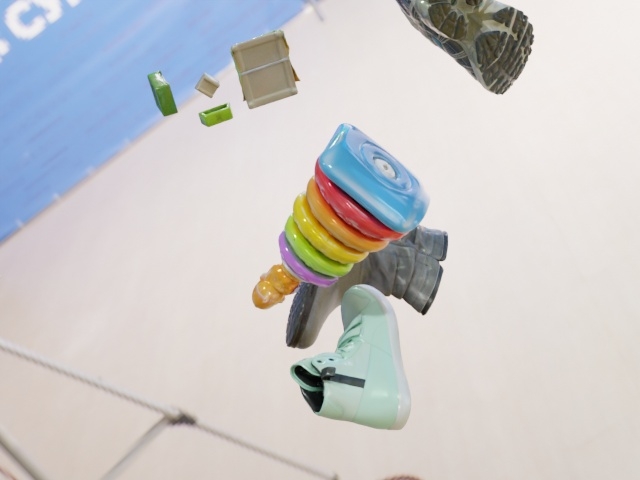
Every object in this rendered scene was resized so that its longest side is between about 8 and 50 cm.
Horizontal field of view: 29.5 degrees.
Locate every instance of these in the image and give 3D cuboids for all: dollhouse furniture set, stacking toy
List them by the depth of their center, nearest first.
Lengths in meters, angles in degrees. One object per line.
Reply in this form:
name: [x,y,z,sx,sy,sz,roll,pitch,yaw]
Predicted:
dollhouse furniture set: [-0.103,-0.172,1.293,0.151,0.076,0.058,-20,24,-7]
stacking toy: [0.000,0.000,1.714,0.302,0.165,0.175,-48,7,26]

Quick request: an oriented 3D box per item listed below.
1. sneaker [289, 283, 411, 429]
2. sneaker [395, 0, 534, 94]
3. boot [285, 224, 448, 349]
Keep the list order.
sneaker: [0.029,0.147,1.699,0.256,0.151,0.094,-105,32,-47]
sneaker: [0.190,-0.300,1.648,0.122,0.283,0.110,33,88,41]
boot: [0.090,0.072,2.045,0.338,0.222,0.118,-65,6,-29]
